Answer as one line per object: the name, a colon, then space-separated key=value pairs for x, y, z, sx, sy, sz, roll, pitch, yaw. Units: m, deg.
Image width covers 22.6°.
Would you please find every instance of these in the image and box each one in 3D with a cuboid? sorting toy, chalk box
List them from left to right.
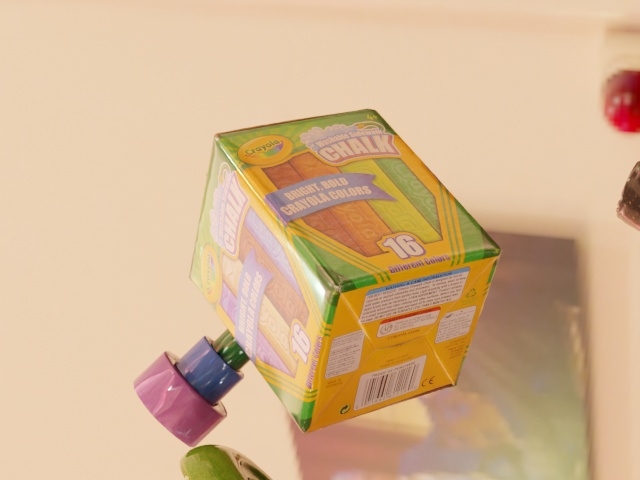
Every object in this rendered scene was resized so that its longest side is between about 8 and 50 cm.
chalk box: x=0.000 y=0.000 z=1.087 sx=0.132 sy=0.213 sz=0.132 roll=-14 pitch=-43 yaw=-30
sorting toy: x=0.004 y=0.163 z=1.041 sx=0.126 sy=0.365 sz=0.127 roll=-44 pitch=-44 yaw=3

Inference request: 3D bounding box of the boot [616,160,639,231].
boot: x=0.338 y=-0.007 z=1.128 sx=0.246 sy=0.161 sz=0.083 roll=-13 pitch=-48 yaw=-37
